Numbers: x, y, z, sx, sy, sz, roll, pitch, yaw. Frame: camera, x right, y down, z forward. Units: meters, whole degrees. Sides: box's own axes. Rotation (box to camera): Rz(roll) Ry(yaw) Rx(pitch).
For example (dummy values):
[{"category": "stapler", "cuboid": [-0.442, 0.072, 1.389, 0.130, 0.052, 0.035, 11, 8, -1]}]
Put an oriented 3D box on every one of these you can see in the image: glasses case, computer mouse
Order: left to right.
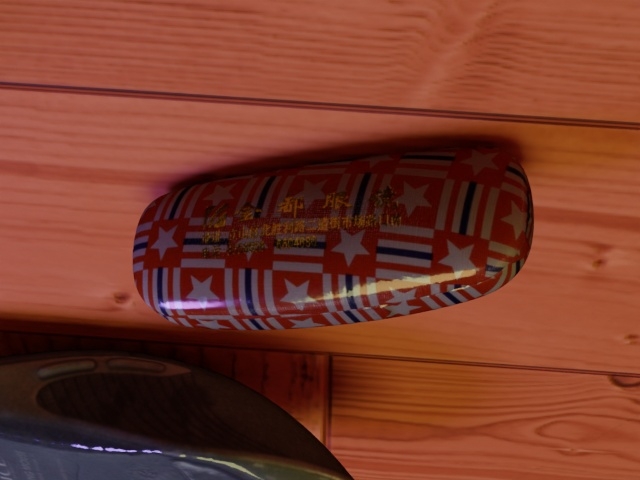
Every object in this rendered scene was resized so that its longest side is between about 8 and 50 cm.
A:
[{"category": "computer mouse", "cuboid": [-0.158, 0.115, 0.848, 0.380, 0.090, 0.167, 10, 144, 4]}, {"category": "glasses case", "cuboid": [0.000, 0.000, 0.635, 0.195, 0.073, 0.049, -8, 153, 20]}]
